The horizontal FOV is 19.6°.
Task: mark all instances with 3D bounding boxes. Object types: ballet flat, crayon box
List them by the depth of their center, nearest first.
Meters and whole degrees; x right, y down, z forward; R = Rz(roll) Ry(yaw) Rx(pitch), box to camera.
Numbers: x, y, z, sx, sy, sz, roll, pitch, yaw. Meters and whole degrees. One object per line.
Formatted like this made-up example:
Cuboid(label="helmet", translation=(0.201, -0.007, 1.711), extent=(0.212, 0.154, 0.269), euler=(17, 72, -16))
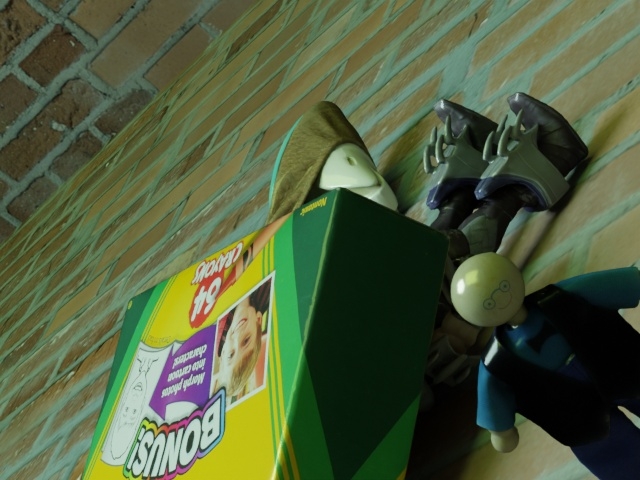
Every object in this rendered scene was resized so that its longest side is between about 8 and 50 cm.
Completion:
Cuboid(label="crayon box", translation=(-0.067, 0.162, 1.351), extent=(0.363, 0.106, 0.313), euler=(-27, 45, 58))
Cuboid(label="ballet flat", translation=(0.000, 0.000, 1.703), extent=(0.124, 0.116, 0.342), euler=(-10, 40, 38))

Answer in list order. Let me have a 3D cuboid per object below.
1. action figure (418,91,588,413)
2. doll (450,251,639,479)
Cuboid(label="action figure", translation=(0.091, 0.022, 1.388), extent=(0.185, 0.099, 0.285), euler=(-19, 39, 55))
Cuboid(label="doll", translation=(0.142, 0.068, 0.951), extent=(0.129, 0.189, 0.046), euler=(-50, 15, 8))
